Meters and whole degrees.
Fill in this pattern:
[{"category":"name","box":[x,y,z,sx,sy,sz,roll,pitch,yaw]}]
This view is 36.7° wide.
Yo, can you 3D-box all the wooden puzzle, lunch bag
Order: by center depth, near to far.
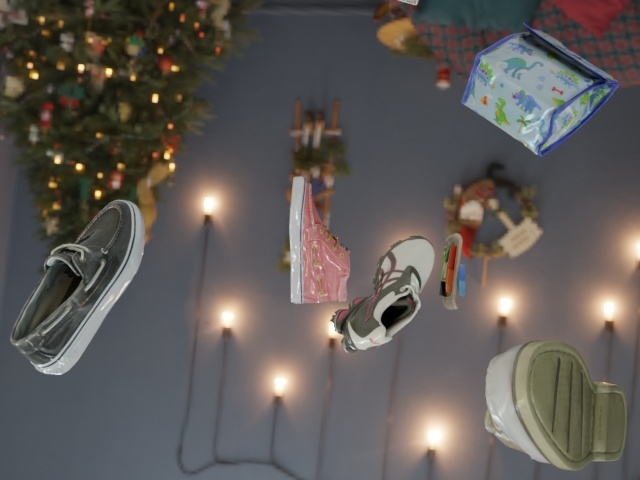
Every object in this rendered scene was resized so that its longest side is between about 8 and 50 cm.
[{"category":"wooden puzzle","box":[0.127,0.031,0.946,0.014,0.078,0.116,3,169,-1]},{"category":"lunch bag","box":[0.269,-0.191,1.159,0.151,0.096,0.129,-32,-118,-34]}]

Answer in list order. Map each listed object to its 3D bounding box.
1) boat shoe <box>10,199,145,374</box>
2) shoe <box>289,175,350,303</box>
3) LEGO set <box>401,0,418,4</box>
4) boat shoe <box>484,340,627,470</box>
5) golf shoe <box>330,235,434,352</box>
[{"category":"boat shoe","box":[-0.401,0.058,1.615,0.121,0.335,0.119,3,148,30]},{"category":"shoe","box":[0.000,0.000,1.295,0.081,0.177,0.063,0,-164,0]},{"category":"LEGO set","box":[-0.018,-0.280,0.860,0.227,0.087,0.093,5,-161,-31]},{"category":"boat shoe","box":[0.210,0.164,0.932,0.103,0.113,0.302,0,161,31]},{"category":"golf shoe","box":[0.140,0.096,1.685,0.120,0.273,0.105,-5,127,50]}]
